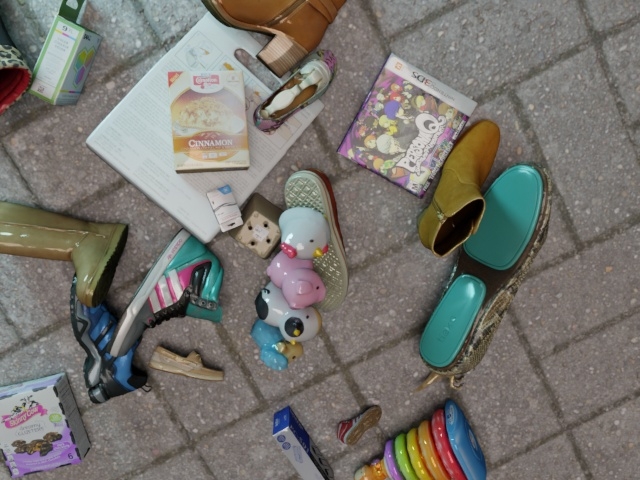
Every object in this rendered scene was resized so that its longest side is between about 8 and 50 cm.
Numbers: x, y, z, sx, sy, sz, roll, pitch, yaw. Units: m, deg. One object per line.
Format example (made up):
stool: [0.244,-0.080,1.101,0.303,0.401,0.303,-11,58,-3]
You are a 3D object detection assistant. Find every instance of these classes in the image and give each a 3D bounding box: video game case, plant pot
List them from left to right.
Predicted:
plant pot: [-0.126,-0.021,1.247,0.109,0.096,0.109,36,99,-9]
video game case: [0.179,-0.236,1.242,0.210,0.042,0.232,29,100,-7]

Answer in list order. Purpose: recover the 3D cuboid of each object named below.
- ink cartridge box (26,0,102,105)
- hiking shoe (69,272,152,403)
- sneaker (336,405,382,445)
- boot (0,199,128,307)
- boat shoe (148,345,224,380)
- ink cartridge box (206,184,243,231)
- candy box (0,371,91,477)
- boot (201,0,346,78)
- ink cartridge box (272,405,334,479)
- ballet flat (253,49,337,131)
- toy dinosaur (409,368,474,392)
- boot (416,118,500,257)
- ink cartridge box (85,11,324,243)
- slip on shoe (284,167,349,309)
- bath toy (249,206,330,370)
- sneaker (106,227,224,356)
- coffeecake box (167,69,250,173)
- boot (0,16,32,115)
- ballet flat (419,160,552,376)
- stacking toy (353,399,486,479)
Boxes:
ink cartridge box: [-0.483,-0.369,1.148,0.062,0.109,0.209,25,100,-8]
hiking shoe: [-0.458,0.197,1.287,0.132,0.113,0.304,-11,108,-17]
sneaker: [0.087,0.428,1.388,0.118,0.067,0.042,-37,101,-25]
boot: [-0.546,0.026,1.184,0.269,0.236,0.089,10,125,-7]
boat shoe: [-0.292,0.274,1.322,0.170,0.063,0.059,17,74,-16]
ink cartridge box: [-0.188,-0.063,1.172,0.048,0.028,0.083,-24,96,-11]
candy box: [-0.633,0.413,1.331,0.164,0.070,0.196,-13,103,1]
boot: [-0.096,-0.482,1.130,0.283,0.109,0.220,41,92,-20]
ink cartridge box: [-0.037,0.491,1.362,0.046,0.097,0.207,-31,102,4]
ballet flat: [-0.043,-0.298,1.174,0.221,0.079,0.077,-43,100,-8]
toy dinosaur: [0.290,0.298,1.368,0.092,0.053,0.183,39,91,5]
boot: [0.298,-0.105,1.189,0.104,0.211,0.295,30,99,-9]
ink cartridge box: [-0.229,-0.234,1.222,0.308,0.091,0.385,41,81,-10]
slip on shoe: [0.000,0.000,1.256,0.123,0.101,0.331,-2,116,19]
bath toy: [-0.056,0.099,1.196,0.151,0.129,0.348,20,124,7]
sneaker: [-0.297,0.142,1.241,0.178,0.124,0.295,33,77,-8]
coffeecake box: [-0.215,-0.227,1.144,0.142,0.068,0.185,-5,90,-11]
boot: [-0.729,-0.326,1.091,0.377,0.138,0.284,-33,78,-2]
ballet flat: [0.367,0.070,1.262,0.182,0.164,0.483,11,106,-44]
stacking toy: [0.209,0.504,1.366,0.302,0.175,0.166,-24,102,17]
